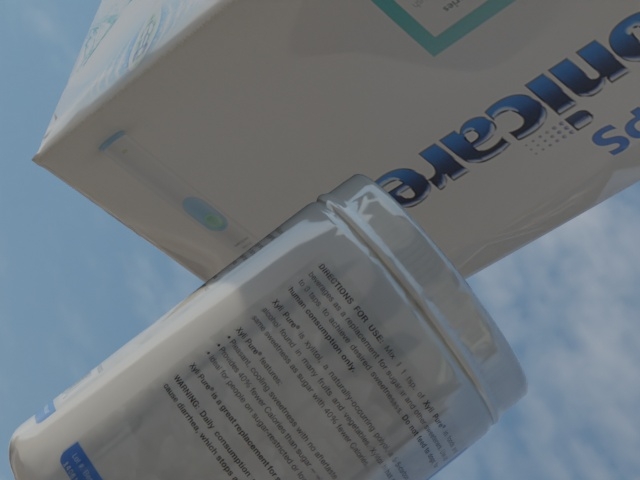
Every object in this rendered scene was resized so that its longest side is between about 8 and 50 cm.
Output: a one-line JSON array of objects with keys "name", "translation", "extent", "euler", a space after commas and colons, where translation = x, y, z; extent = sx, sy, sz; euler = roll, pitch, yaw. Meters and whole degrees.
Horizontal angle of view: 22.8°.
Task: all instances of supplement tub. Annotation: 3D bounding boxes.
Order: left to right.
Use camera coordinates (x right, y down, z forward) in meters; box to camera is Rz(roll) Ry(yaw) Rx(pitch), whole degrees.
[{"name": "supplement tub", "translation": [-0.013, 0.042, 0.376], "extent": [0.071, 0.107, 0.071], "euler": [53, -5, 6]}]

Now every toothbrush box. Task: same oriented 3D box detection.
[{"name": "toothbrush box", "translation": [0.049, -0.137, 0.532], "extent": [0.126, 0.295, 0.216], "euler": [37, -47, -25]}]
